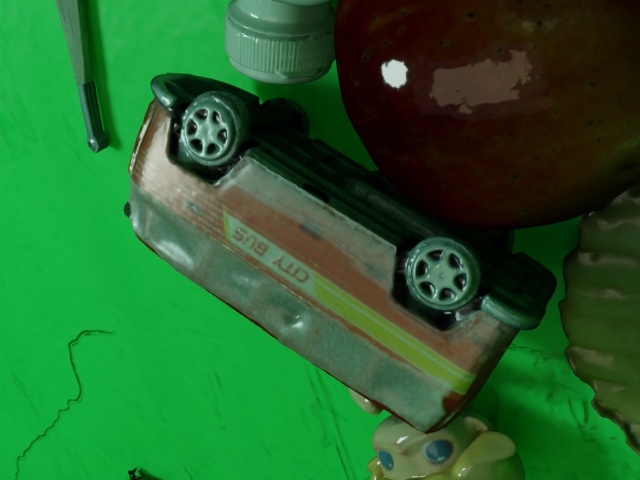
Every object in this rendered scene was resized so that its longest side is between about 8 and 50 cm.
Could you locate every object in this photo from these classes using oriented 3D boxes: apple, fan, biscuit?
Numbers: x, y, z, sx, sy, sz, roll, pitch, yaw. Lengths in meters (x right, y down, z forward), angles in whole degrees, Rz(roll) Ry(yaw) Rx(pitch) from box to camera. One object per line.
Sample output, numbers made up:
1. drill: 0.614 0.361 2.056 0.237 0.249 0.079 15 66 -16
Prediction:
1. apple: 0.095 -0.083 0.366 0.158 0.147 0.156 -10 93 37
2. fan: -0.183 -0.155 0.589 0.038 0.016 0.193 18 127 27
3. biscuit: 0.231 0.061 0.442 0.187 0.036 0.274 -16 110 40

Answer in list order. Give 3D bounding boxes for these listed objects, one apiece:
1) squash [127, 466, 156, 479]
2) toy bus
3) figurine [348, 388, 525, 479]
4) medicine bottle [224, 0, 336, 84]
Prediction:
1. squash: -0.148 0.310 0.862 0.183 0.052 0.052 28 132 20
2. toy bus: 0.000 0.000 0.477 0.265 0.121 0.120 32 110 14
3. figurine: 0.072 0.126 0.554 0.114 0.108 0.196 -18 104 9
4. medicine bottle: -0.014 -0.196 0.400 0.121 0.083 0.229 21 130 18
